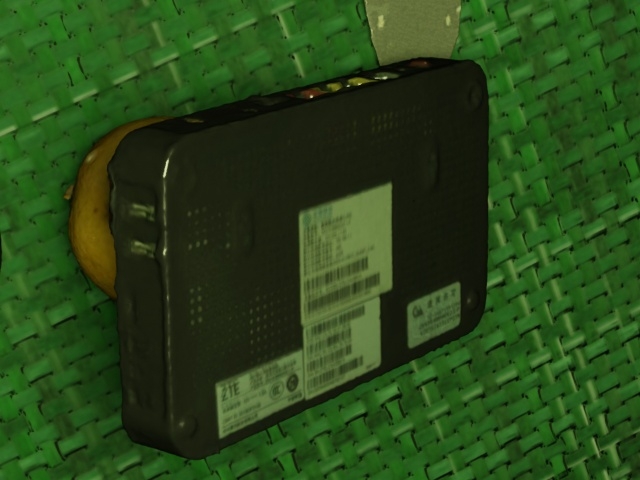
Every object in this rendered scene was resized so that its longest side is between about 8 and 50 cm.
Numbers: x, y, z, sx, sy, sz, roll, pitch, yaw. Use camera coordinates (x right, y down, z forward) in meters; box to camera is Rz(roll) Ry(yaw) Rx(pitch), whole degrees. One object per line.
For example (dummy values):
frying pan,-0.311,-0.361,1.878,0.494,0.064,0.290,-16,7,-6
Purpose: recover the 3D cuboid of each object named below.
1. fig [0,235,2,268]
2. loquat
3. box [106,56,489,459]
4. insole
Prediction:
fig,-0.274,0.028,1.182,0.126,0.133,0.185,-27,149,-28
loquat,-0.104,-0.016,1.207,0.141,0.141,0.141,-4,103,-18
box,0.000,0.000,1.185,0.350,0.058,0.211,-21,116,-48
insole,0.068,-0.234,1.280,0.081,0.011,0.248,-3,103,-19
